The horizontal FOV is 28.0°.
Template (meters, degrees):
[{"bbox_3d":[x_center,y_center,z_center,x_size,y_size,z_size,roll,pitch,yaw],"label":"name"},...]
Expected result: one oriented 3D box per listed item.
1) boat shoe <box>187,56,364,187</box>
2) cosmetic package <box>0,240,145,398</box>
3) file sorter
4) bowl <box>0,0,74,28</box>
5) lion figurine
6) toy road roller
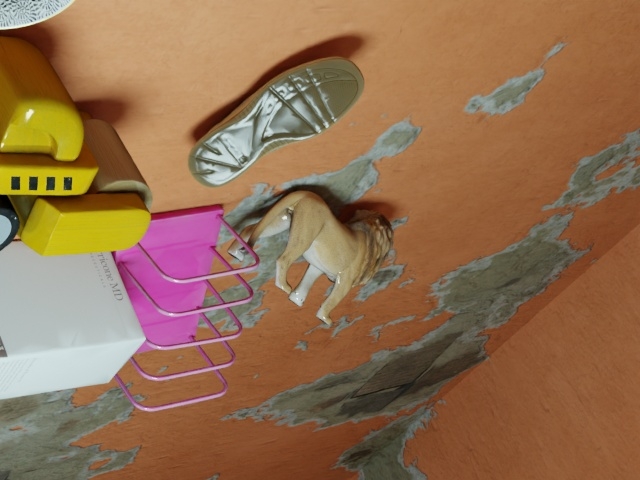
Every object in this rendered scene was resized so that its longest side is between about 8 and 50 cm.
[{"bbox_3d":[-0.070,-0.190,1.965,0.302,0.109,0.098,-33,-164,13],"label":"boat shoe"},{"bbox_3d":[-0.496,0.125,2.017,0.385,0.217,0.156,-8,151,-41],"label":"cosmetic package"},{"bbox_3d":[-0.241,0.119,2.191,0.202,0.182,0.291,-10,130,-35],"label":"file sorter"},{"bbox_3d":[-0.348,-0.310,1.399,0.170,0.080,0.170,-14,158,-6],"label":"bowl"},{"bbox_3d":[0.000,0.000,2.368,0.240,0.142,0.392,-56,149,-5],"label":"lion figurine"},{"bbox_3d":[-0.357,-0.125,1.658,0.329,0.202,0.241,-2,137,-42],"label":"toy road roller"}]
